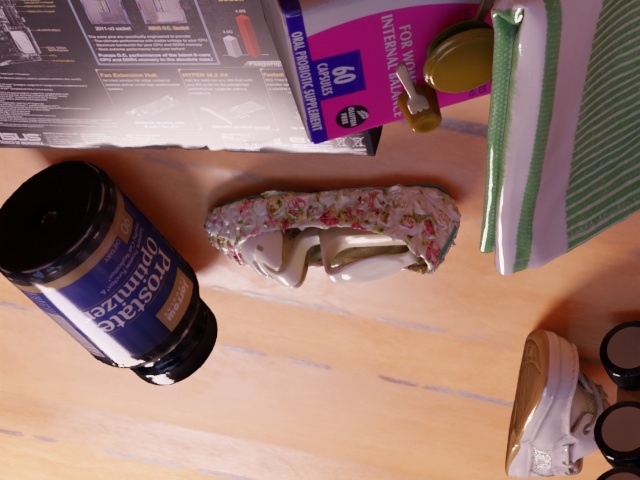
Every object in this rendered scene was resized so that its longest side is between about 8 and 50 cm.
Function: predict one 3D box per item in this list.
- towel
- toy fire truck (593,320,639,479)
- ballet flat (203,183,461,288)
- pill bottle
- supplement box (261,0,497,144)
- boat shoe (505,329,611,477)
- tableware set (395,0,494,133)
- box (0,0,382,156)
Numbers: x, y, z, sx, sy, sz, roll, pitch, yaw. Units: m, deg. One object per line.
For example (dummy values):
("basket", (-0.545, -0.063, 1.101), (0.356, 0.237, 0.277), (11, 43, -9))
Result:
("towel", (0.232, -0.117, 0.721), (0.325, 0.038, 0.248), (-26, 148, -11))
("toy fire truck", (0.358, 0.162, 1.119), (0.246, 0.217, 0.158), (-6, 143, 25))
("ballet flat", (0.000, 0.000, 1.121), (0.241, 0.077, 0.091), (-7, 144, 28))
("pill bottle", (-0.184, 0.038, 1.200), (0.123, 0.122, 0.219), (-7, 144, 27))
("supplement box", (0.078, -0.155, 0.749), (0.220, 0.114, 0.111), (-18, 145, -2))
("boat shoe", (0.233, 0.160, 1.279), (0.096, 0.098, 0.277), (7, 157, 7))
("tableware set", (0.114, -0.100, 0.724), (0.154, 0.024, 0.104), (-22, 149, 4))
("box", (-0.124, -0.160, 0.914), (0.307, 0.076, 0.242), (2, 146, 16))
